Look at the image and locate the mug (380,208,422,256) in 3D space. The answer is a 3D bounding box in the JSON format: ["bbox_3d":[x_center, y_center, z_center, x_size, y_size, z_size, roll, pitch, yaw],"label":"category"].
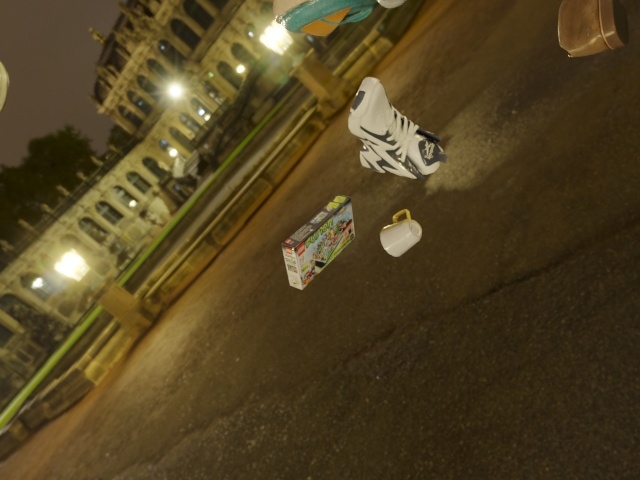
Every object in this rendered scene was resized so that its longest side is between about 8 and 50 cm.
[{"bbox_3d":[0.152,-0.017,1.084,0.062,0.078,0.064,-17,-12,-44],"label":"mug"}]

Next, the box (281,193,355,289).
[{"bbox_3d":[0.000,0.000,1.246,0.036,0.114,0.207,18,44,32],"label":"box"}]

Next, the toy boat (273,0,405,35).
[{"bbox_3d":[0.052,-0.496,1.166,0.267,0.148,0.318,-28,11,-28],"label":"toy boat"}]

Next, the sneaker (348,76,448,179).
[{"bbox_3d":[0.138,-0.173,0.952,0.094,0.153,0.235,-63,-19,-21],"label":"sneaker"}]

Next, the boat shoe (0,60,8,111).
[{"bbox_3d":[-0.472,-0.215,0.720,0.073,0.223,0.080,-1,-63,-56],"label":"boat shoe"}]

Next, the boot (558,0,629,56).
[{"bbox_3d":[0.515,-0.496,1.112,0.115,0.112,0.305,-11,65,47],"label":"boot"}]
